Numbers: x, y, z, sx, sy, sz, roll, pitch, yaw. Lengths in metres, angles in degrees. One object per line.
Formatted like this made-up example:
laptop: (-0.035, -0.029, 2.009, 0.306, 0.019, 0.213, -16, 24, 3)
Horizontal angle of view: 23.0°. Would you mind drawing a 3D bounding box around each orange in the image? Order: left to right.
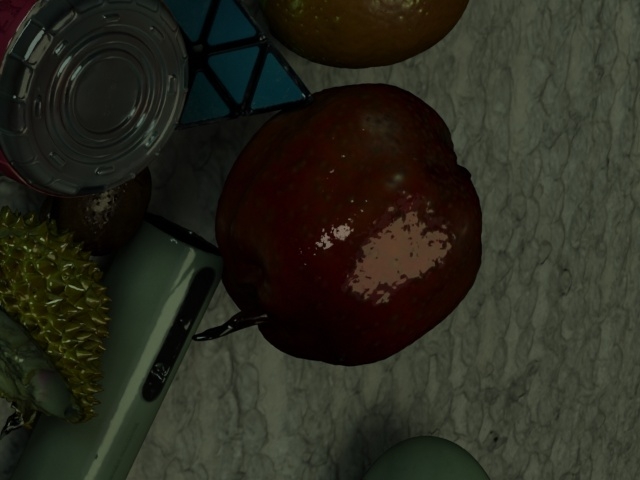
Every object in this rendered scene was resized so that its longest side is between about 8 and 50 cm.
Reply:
orange: (0.062, -0.265, 1.553, 0.237, 0.158, 0.179, -28, 130, -33)

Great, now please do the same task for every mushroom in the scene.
mushroom: (-0.207, -0.042, 1.458, 0.127, 0.087, 0.127, -59, 170, -17)

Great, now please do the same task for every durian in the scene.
durian: (-0.256, 0.066, 1.396, 0.138, 0.193, 0.237, -57, 162, -38)

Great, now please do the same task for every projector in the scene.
projector: (-0.205, 0.143, 1.542, 0.108, 0.108, 0.338, 22, 94, -49)

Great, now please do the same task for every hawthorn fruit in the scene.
hawthorn fruit: (0.000, 0.000, 1.452, 0.300, 0.254, 0.254, -31, 130, -19)

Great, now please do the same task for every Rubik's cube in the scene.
Rubik's cube: (-0.051, -0.160, 1.487, 0.190, 0.178, 0.211, 2, 110, -49)

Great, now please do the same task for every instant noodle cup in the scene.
instant noodle cup: (-0.227, -0.145, 1.307, 0.302, 0.181, 0.258, -30, 131, -31)

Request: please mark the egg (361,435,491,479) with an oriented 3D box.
egg: (0.126, 0.411, 1.928, 0.230, 0.230, 0.371, -18, 116, -39)
